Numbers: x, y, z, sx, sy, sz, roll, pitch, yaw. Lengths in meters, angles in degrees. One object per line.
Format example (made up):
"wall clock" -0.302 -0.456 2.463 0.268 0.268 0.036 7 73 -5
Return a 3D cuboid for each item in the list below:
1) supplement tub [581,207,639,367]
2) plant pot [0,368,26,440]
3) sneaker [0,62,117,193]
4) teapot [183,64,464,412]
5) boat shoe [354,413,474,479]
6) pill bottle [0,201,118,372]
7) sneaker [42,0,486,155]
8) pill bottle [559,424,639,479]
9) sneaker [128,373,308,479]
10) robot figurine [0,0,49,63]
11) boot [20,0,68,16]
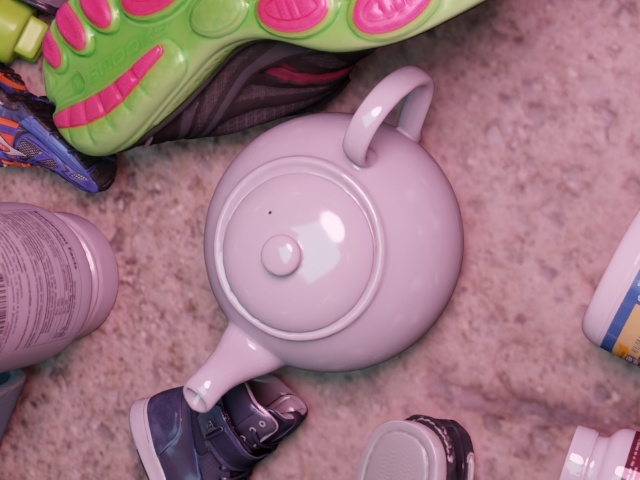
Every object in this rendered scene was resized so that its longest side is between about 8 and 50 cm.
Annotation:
"supplement tub" 0.327 0.059 0.959 0.200 0.144 0.144 28 101 16
"plant pot" -0.486 0.222 1.207 0.248 0.247 0.252 27 118 15
"sneaker" -0.295 -0.105 1.208 0.221 0.083 0.087 33 116 20
"teapot" 0.000 0.000 1.046 0.253 0.187 0.255 -11 89 19
"boat shoe" 0.067 0.304 1.090 0.114 0.091 0.302 29 105 35
"pill bottle" -0.311 0.045 1.103 0.160 0.283 0.160 1 93 19
"sneaker" -0.027 -0.205 1.013 0.483 0.202 0.185 -15 88 35
"pill bottle" 0.282 0.210 1.014 0.152 0.086 0.086 17 98 17
"sneaker" -0.073 0.230 1.137 0.163 0.086 0.226 -25 84 21
"robot figurine" -0.329 -0.221 1.199 0.115 0.101 0.067 27 88 -8
"boot" -0.203 -0.305 1.150 0.338 0.118 0.222 38 107 25
